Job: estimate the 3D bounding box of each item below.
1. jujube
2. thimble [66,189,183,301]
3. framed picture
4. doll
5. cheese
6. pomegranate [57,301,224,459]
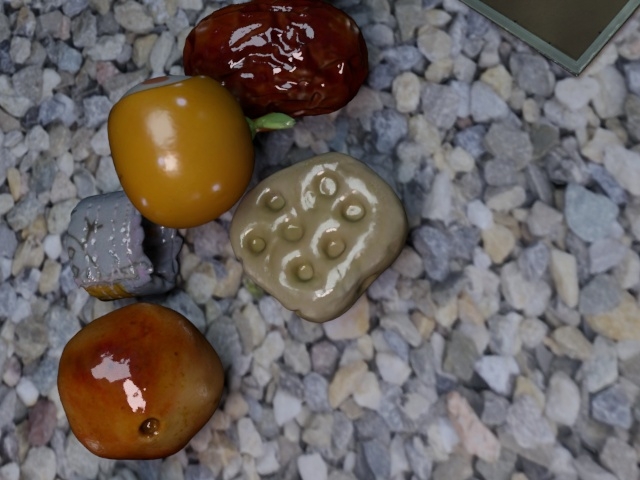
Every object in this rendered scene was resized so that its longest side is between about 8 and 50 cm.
[{"bbox_3d":[-0.061,-0.247,1.649,0.250,0.174,0.174,0,70,22],"label":"jujube"},{"bbox_3d":[-0.267,0.004,1.660,0.118,0.127,0.151,-10,71,20],"label":"thimble"},{"bbox_3d":[0.311,-0.363,1.630,0.217,0.017,0.274,-48,60,0],"label":"framed picture"},{"bbox_3d":[-0.150,-0.122,1.563,0.236,0.213,0.213,-14,63,-6],"label":"doll"},{"bbox_3d":[0.000,0.000,1.559,0.235,0.117,0.218,1,73,25],"label":"cheese"},{"bbox_3d":[-0.232,0.180,1.531,0.209,0.209,0.209,-8,67,20],"label":"pomegranate"}]
